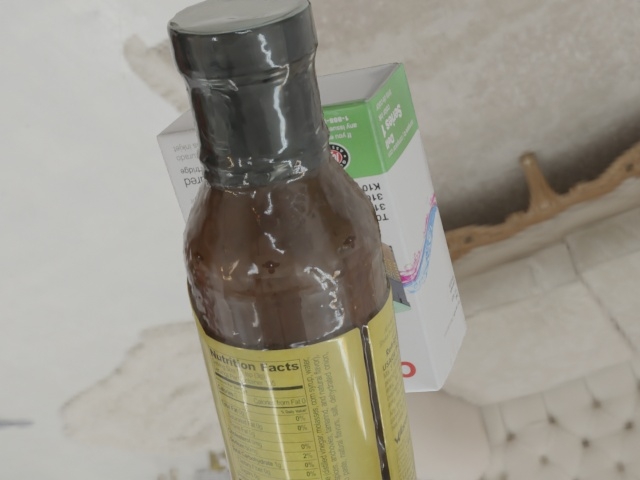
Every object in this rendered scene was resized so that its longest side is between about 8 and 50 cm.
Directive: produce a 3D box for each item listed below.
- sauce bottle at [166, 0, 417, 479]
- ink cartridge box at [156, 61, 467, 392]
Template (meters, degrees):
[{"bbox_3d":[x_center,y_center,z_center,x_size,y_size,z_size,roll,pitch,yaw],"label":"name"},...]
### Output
[{"bbox_3d":[-0.012,0.040,0.580,0.111,0.111,0.344,-9,116,-2],"label":"sauce bottle"},{"bbox_3d":[0.000,0.000,0.970,0.201,0.117,0.278,-7,113,22],"label":"ink cartridge box"}]
